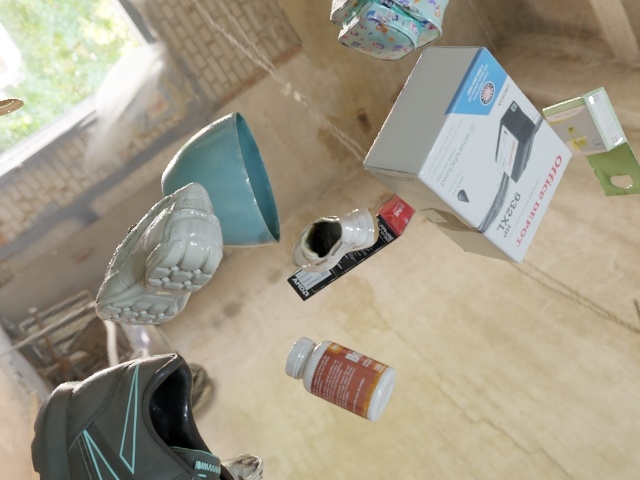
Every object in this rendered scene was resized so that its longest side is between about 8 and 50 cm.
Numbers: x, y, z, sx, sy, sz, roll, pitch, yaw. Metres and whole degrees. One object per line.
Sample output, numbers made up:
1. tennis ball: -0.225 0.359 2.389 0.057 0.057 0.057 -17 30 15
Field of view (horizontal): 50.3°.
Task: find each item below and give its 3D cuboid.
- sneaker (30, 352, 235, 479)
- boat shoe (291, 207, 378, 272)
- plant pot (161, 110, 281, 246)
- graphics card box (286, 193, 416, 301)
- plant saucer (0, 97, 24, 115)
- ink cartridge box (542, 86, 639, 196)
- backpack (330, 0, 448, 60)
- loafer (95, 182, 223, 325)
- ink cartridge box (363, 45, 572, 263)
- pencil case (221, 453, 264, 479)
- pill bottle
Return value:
1. sneaker: -0.103 0.189 0.410 0.267 0.106 0.101 66 8 30
2. boat shoe: 0.000 0.000 1.339 0.277 0.096 0.098 -32 -112 55
3. plant pot: -0.222 -0.108 1.456 0.290 0.196 0.290 -16 90 -85
4. graphics card box: 0.091 0.015 1.998 0.094 0.371 0.233 51 27 -5
5. plant saucer: -0.652 -0.274 1.399 0.083 0.084 0.013 43 -29 54
6. ink cartridge box: 0.563 -0.187 1.398 0.235 0.056 0.171 64 -7 -5
7. backpack: 0.174 -0.547 1.646 0.254 0.190 0.225 10 -7 -22
8. loafer: -0.216 0.032 0.899 0.319 0.112 0.111 -33 -130 47
9. ink cartridge box: 0.248 -0.130 1.101 0.307 0.223 0.129 34 -10 -39
10. pencil case: -0.183 0.653 1.367 0.184 0.160 0.409 -4 91 -60
11. pill bottle: 0.041 0.285 1.440 0.216 0.121 0.121 21 -20 20
